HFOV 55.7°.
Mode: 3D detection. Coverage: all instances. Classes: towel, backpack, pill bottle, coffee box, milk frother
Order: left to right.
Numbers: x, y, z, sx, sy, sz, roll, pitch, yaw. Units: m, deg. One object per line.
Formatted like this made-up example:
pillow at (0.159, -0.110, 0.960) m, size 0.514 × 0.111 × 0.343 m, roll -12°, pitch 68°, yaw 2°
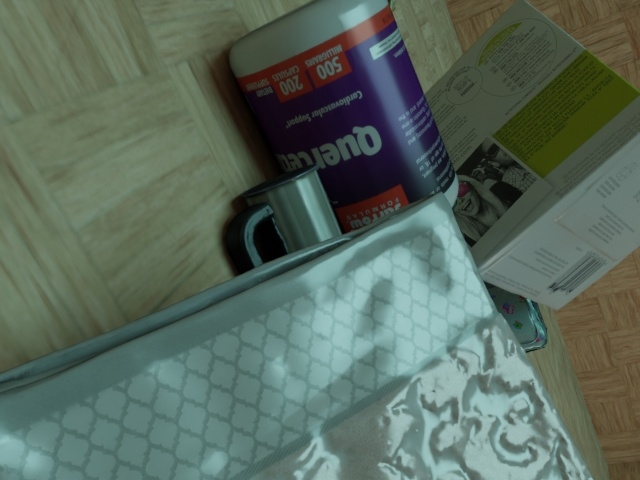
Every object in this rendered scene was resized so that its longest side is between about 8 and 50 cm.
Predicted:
milk frother at (0.000, 0.000, 0.581) m, size 0.134 × 0.143 × 0.129 m, roll 67°, pitch 29°, yaw -13°
towel at (0.020, 0.160, 0.346) m, size 0.332 × 0.053 × 0.316 m, roll -24°, pitch 85°, yaw -28°
pill bottle at (0.043, -0.110, 0.695) m, size 0.322 × 0.182 × 0.181 m, roll 63°, pitch 26°, yaw -21°
backpack at (0.350, 0.138, 1.208) m, size 0.144 × 0.166 × 0.188 m, roll 27°, pitch 47°, yaw -65°
coffee box at (0.377, -0.131, 1.047) m, size 0.338 × 0.338 × 0.334 m, roll 21°, pitch 31°, yaw -46°

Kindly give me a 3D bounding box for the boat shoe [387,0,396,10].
boat shoe at (0.137, -0.516, 1.308) m, size 0.059 × 0.063 × 0.169 m, roll 39°, pitch 40°, yaw -43°
